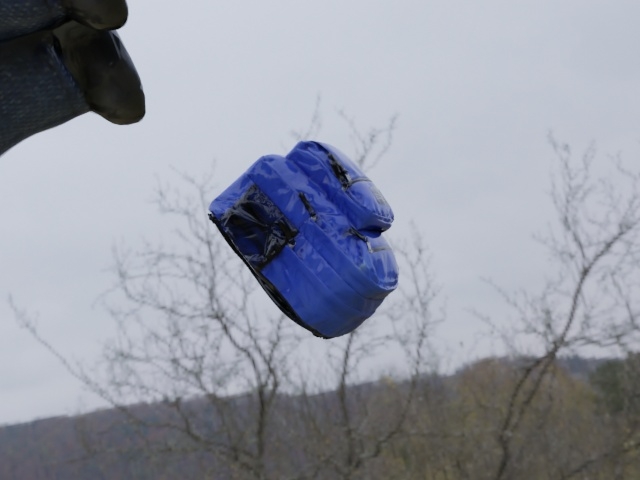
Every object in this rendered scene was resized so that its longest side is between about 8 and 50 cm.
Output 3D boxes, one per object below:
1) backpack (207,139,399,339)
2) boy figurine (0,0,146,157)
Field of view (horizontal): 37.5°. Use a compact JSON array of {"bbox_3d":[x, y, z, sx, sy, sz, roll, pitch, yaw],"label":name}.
[{"bbox_3d":[0.000,0.000,0.631,0.101,0.120,0.098,-42,-14,18],"label":"backpack"},{"bbox_3d":[-0.199,-0.024,0.308,0.285,0.092,0.177,-28,-23,-15],"label":"boy figurine"}]
